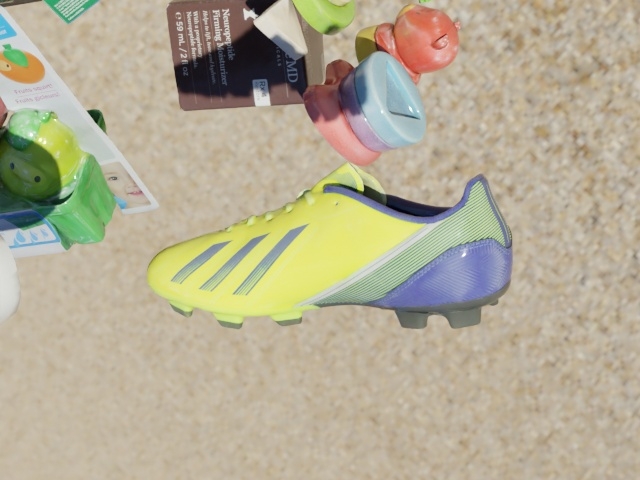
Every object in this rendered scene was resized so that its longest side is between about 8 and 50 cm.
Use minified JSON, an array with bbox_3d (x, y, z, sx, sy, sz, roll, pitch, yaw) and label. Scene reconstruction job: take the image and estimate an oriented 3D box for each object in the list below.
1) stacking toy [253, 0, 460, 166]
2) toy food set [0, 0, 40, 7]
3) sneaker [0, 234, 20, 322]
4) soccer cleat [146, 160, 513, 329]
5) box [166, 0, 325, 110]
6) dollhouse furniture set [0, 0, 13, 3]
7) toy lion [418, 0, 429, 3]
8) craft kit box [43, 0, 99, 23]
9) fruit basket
[{"bbox_3d":[0.067,-0.274,1.750,0.130,0.309,0.279,-24,116,31],"label":"stacking toy"},{"bbox_3d":[-0.538,-0.497,2.194,0.071,0.128,0.218,11,121,50],"label":"toy food set"},{"bbox_3d":[-0.441,0.044,1.207,0.366,0.150,0.135,2,113,34],"label":"sneaker"},{"bbox_3d":[0.001,0.000,0.964,0.289,0.093,0.121,-1,107,24],"label":"soccer cleat"},{"bbox_3d":[-0.109,-0.302,1.985,0.203,0.167,0.168,-2,111,11],"label":"box"},{"bbox_3d":[-0.488,-0.388,1.662,0.151,0.197,0.301,-113,20,-44],"label":"dollhouse furniture set"},{"bbox_3d":[0.182,-0.342,1.766,0.096,0.100,0.034,-11,102,30],"label":"toy lion"},{"bbox_3d":[-0.244,-0.422,1.663,0.061,0.250,0.247,45,-159,-33],"label":"craft kit box"},{"bbox_3d":[-0.411,-0.118,1.550,0.327,0.165,0.353,-6,147,25],"label":"fruit basket"}]
